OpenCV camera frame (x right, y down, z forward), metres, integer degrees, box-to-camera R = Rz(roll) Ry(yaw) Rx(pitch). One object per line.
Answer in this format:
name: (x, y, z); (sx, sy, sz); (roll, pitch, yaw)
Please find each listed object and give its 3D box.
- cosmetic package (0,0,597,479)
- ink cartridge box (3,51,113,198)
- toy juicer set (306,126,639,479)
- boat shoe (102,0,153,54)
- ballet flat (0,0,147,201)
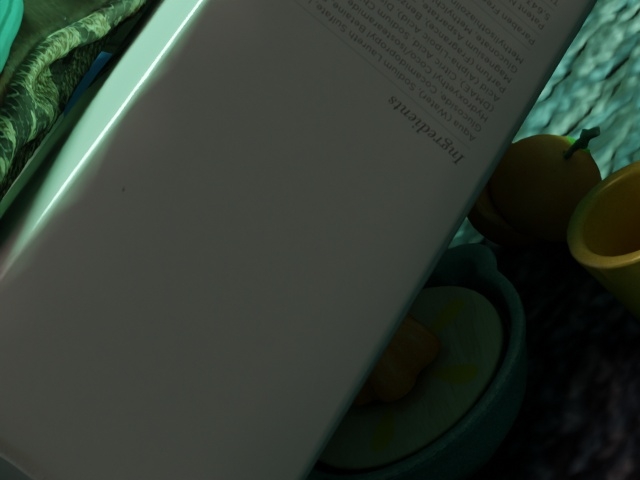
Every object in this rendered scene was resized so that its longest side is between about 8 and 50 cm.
cosmetic package: (-0.047, -0.013, 0.902); (0.385, 0.156, 0.217); (-56, 12, -31)
ink cartridge box: (-0.185, 0.047, 1.073); (0.223, 0.129, 0.307); (14, 60, 25)
toy juicer set: (0.026, 0.053, 0.970); (0.329, 0.089, 0.209); (-40, 32, -2)
boat shoe: (-0.194, -0.064, 1.314); (0.324, 0.122, 0.120); (-47, 26, -11)
ballet flat: (-0.182, -0.092, 0.959); (0.483, 0.164, 0.182); (-73, 7, -59)
